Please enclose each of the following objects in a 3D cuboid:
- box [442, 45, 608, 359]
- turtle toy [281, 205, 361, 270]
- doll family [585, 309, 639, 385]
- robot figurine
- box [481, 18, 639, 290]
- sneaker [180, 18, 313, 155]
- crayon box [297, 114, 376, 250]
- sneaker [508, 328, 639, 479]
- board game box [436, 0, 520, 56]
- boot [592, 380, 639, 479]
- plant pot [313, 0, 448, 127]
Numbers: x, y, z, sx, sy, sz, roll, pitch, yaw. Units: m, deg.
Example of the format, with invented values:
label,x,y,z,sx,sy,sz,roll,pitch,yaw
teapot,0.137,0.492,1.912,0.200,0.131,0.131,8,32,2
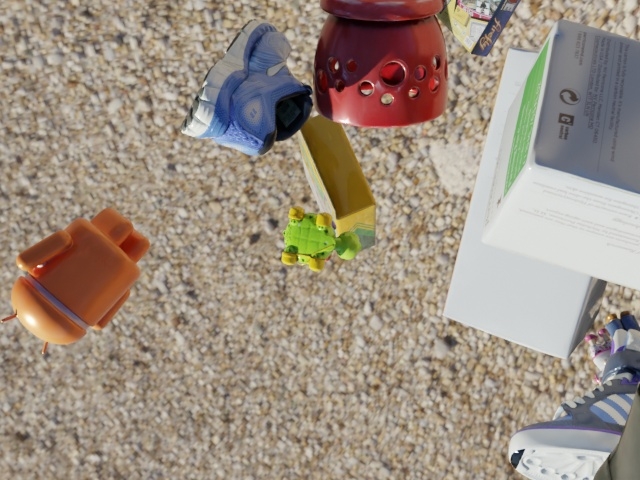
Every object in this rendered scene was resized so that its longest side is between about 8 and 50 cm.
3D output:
label,x,y,z,sx,sy,sz,roll,pitch,yaw
box,0.302,-0.059,1.115,0.168,0.215,0.345,19,109,23
turtle toy,0.000,0.000,1.395,0.130,0.066,0.095,13,96,23
doll family,0.646,0.201,1.723,0.263,0.163,0.118,-26,139,9
robot figurine,-0.347,0.055,1.248,0.128,0.158,0.219,40,79,5
box,0.153,-0.044,0.474,0.102,0.101,0.087,16,152,2
sneaker,-0.086,-0.207,1.257,0.147,0.330,0.130,30,123,-8
crayon box,0.032,-0.107,1.669,0.083,0.323,0.203,-22,75,-2
sneaker,0.428,0.240,1.322,0.322,0.236,0.130,3,138,-3
board game box,0.254,-0.457,1.527,0.165,0.042,0.243,-61,43,35
boot,0.252,0.198,0.599,0.077,0.198,0.137,-1,119,-23
plant pot,0.085,-0.264,1.216,0.191,0.191,0.174,12,120,20
